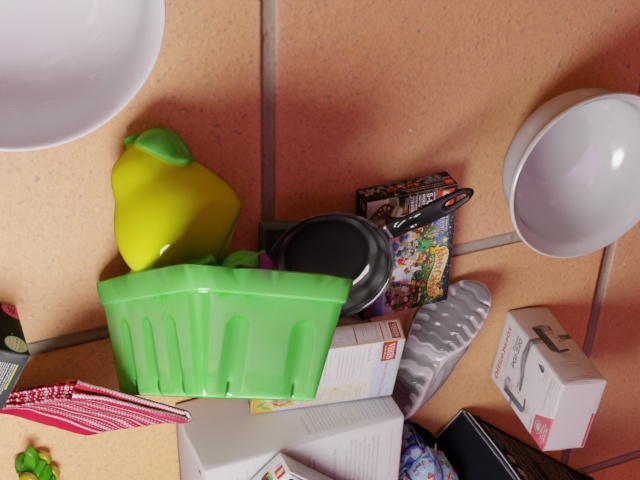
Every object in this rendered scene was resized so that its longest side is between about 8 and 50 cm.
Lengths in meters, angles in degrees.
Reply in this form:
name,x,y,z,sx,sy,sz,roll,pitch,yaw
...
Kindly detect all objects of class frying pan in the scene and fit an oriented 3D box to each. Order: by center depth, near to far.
name,x,y,z,sx,sy,sz,roll,pitch,yaw
frying pan,0.052,-0.010,1.670,0.197,0.053,0.326,29,113,-25

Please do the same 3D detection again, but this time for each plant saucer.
name,x,y,z,sx,sy,sz,roll,pitch,yaw
plant saucer,0.000,0.000,1.711,0.192,0.018,0.067,0,124,-7

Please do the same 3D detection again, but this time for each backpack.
name,x,y,z,sx,sy,sz,roll,pitch,yaw
backpack,0.160,0.432,2.022,0.158,0.173,0.117,-44,130,8

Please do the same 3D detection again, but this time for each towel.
name,x,y,z,sx,sy,sz,roll,pitch,yaw
towel,-0.342,0.250,1.625,0.199,0.275,0.031,23,66,-36

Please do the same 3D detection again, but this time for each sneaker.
name,x,y,z,sx,sy,sz,roll,pitch,yaw
sneaker,0.200,0.185,1.943,0.281,0.105,0.115,-53,162,10

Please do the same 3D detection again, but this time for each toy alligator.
name,x,y,z,sx,sy,sz,roll,pitch,yaw
toy alligator,-0.448,0.391,1.775,0.051,0.056,0.189,4,134,22

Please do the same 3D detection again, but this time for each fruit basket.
name,x,y,z,sx,sy,sz,roll,pitch,yaw
fruit basket,-0.157,0.036,1.530,0.283,0.392,0.392,7,119,-30

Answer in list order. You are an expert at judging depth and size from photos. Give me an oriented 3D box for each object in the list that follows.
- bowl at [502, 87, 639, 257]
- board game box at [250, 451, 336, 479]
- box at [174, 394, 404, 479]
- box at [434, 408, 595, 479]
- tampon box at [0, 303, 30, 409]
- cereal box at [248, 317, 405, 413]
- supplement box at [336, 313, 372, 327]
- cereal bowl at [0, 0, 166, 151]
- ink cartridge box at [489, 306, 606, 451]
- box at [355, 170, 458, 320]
name,x,y,z,sx,sy,sz,roll,pitch,yaw
bowl,0.403,-0.130,1.777,0.298,0.134,0.297,-13,127,-17
board game box,-0.101,0.487,1.789,0.305,0.053,0.193,-45,132,10
box,-0.054,0.362,1.870,0.345,0.168,0.215,-12,128,-19
box,0.328,0.655,2.190,0.472,0.297,0.480,31,105,-40
tampon box,-0.501,0.146,1.527,0.161,0.120,0.101,17,114,-35
cereal box,0.006,0.201,1.761,0.240,0.047,0.173,-7,143,-12
supplement box,-0.017,0.145,1.798,0.233,0.080,0.078,18,114,-33
cereal bowl,-0.359,-0.279,1.287,0.339,0.141,0.339,-13,126,-18
ink cartridge box,0.400,0.244,1.982,0.092,0.218,0.158,-3,123,-19
box,0.135,0.010,1.799,0.159,0.044,0.233,-12,127,-17
